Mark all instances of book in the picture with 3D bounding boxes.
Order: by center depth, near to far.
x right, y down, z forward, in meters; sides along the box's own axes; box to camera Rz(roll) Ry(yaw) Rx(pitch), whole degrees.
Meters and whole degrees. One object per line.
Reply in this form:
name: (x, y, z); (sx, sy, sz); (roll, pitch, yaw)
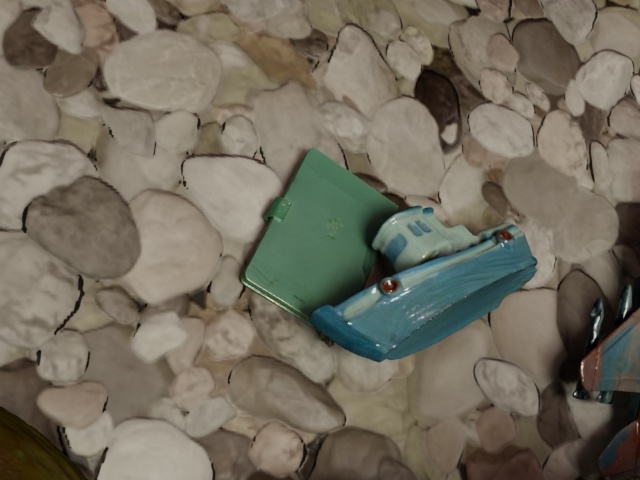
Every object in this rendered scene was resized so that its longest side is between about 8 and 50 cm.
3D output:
book: (0.000, 0.000, 0.659); (0.103, 0.017, 0.135); (33, 64, -16)

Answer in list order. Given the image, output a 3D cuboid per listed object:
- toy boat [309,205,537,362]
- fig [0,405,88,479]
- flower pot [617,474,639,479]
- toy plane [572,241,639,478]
toy boat: (0.081, 0.028, 0.654); (0.215, 0.088, 0.102); (-23, 62, -33)
fig: (-0.228, 0.134, 0.442); (0.217, 0.216, 0.320); (-4, 47, -26)
flower pot: (0.332, 0.293, 0.617); (0.209, 0.239, 0.189); (32, 57, -47)
toy plane: (0.329, 0.063, 0.742); (0.223, 0.104, 0.326); (14, 72, -22)
